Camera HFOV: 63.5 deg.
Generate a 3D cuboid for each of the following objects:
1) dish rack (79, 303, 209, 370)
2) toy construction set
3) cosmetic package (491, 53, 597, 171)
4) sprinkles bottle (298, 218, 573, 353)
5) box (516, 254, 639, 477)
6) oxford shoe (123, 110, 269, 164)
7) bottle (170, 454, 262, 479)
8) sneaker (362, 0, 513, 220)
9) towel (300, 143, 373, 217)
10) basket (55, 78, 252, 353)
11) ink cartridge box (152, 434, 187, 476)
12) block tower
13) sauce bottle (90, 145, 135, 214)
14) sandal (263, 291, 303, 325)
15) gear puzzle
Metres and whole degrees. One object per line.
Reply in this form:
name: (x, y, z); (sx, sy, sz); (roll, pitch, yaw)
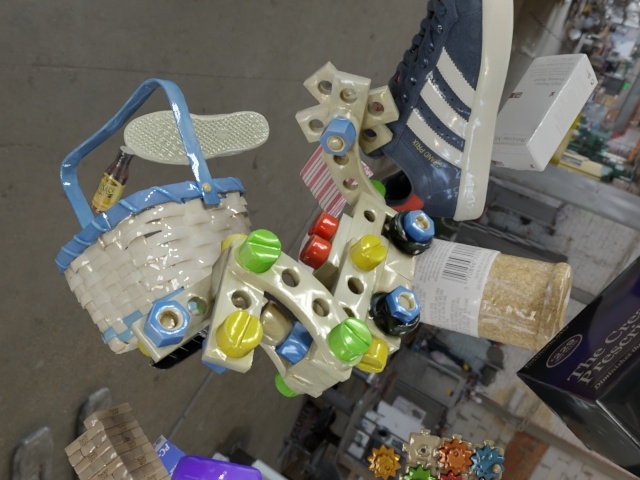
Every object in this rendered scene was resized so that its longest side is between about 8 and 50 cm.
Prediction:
dish rack: (-0.393, 0.170, 1.135); (0.208, 0.271, 0.074); (-35, -149, 33)
toy construction set: (0.000, 0.000, 0.485); (0.151, 0.215, 0.327); (-40, -157, 60)
cosmetic package: (0.437, -0.256, 1.037); (0.085, 0.117, 0.231); (42, 77, -33)
sprinkles bottle: (0.145, 0.055, 0.714); (0.121, 0.355, 0.121); (-31, 127, -53)
box: (0.304, 0.060, 0.405); (0.261, 0.103, 0.184); (-43, 167, -3)
oxford shoe: (-0.387, -0.328, 1.644); (0.449, 0.130, 0.169); (-11, 98, -24)
bottle: (-0.142, 0.392, 0.567); (0.118, 0.092, 0.283); (48, 48, -55)
sneaker: (0.110, -0.161, 0.554); (0.131, 0.148, 0.350); (-78, 165, -48)
towel: (0.031, -0.159, 1.217); (0.029, 0.197, 0.144); (24, 114, -42)
basket: (-0.222, -0.022, 0.664); (0.255, 0.289, 0.201); (-25, 179, 35)
ink cartridge box: (-0.442, 0.619, 1.328); (0.207, 0.046, 0.097); (-49, 117, -23)
block tower: (-0.303, 0.449, 0.877); (0.097, 0.335, 0.091); (-39, 165, 9)
sauce bottle: (-0.361, -0.105, 0.902); (0.128, 0.042, 0.042); (-60, 162, 21)
sandal: (-0.085, 0.171, 1.266); (0.067, 0.179, 0.040); (-8, 113, -36)
gear puzzle: (0.286, 0.571, 1.296); (0.044, 0.339, 0.175); (26, 71, -82)
